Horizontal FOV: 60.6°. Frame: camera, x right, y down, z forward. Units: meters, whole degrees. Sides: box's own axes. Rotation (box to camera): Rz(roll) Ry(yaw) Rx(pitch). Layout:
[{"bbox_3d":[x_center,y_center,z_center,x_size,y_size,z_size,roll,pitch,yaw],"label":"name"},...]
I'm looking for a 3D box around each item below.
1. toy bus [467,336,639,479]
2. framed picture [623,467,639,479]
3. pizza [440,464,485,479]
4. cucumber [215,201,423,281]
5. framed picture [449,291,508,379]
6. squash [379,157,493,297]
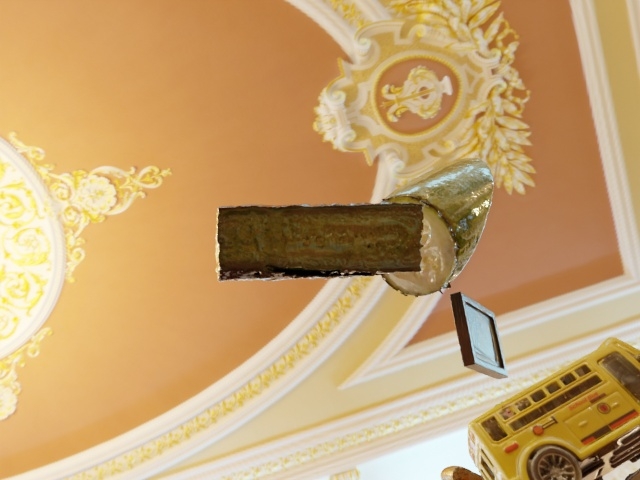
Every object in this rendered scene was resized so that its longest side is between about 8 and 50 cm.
[{"bbox_3d":[0.370,0.244,0.741,0.330,0.152,0.144,-26,-44,-9],"label":"toy bus"},{"bbox_3d":[0.275,0.311,0.429,0.265,0.018,0.192,-29,-122,-20],"label":"framed picture"},{"bbox_3d":[0.296,0.489,1.050,0.246,0.127,0.058,54,-127,-47],"label":"pizza"},{"bbox_3d":[0.000,0.002,0.562,0.211,0.062,0.078,-1,-97,-10],"label":"cucumber"},{"bbox_3d":[0.284,0.172,0.977,0.023,0.168,0.127,-22,-121,30],"label":"framed picture"},{"bbox_3d":[0.218,-0.032,0.944,0.260,0.189,0.189,-24,-74,-45],"label":"squash"}]
